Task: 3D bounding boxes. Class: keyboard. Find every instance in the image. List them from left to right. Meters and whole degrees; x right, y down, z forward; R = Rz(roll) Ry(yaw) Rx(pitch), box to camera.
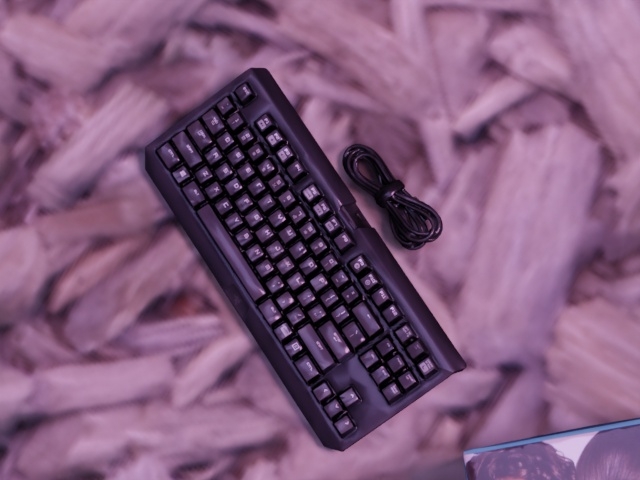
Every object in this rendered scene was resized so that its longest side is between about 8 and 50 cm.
[{"bbox_3d":[0.000,0.000,0.883,0.108,0.023,0.180,-35,78,6],"label":"keyboard"}]

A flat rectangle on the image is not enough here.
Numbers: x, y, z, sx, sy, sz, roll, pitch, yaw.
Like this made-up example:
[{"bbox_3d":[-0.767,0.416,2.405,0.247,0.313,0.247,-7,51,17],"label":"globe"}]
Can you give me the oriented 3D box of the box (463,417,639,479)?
[{"bbox_3d":[0.135,0.204,0.809,0.100,0.060,0.244,-12,81,10],"label":"box"}]
